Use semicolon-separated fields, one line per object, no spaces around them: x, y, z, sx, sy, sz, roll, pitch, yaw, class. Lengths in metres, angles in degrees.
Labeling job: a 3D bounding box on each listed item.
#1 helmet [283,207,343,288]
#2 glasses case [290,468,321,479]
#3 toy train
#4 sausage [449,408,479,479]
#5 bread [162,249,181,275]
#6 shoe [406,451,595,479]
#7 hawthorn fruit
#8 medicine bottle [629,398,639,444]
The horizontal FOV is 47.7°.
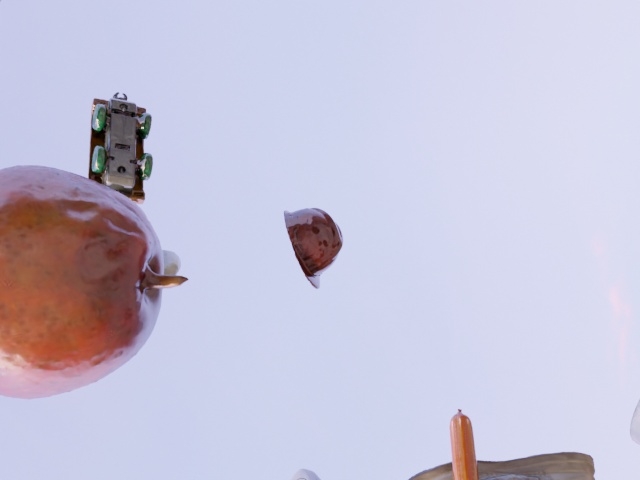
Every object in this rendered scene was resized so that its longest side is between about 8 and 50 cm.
0.000;0.000;0.917;0.089;0.057;0.111;52;-163;-56;helmet
-0.004;0.426;1.124;0.045;0.178;0.067;25;-83;-31;glasses case
-0.335;-0.139;1.186;0.091;0.136;0.227;7;-118;-26;toy train
0.174;0.255;0.886;0.031;0.031;0.107;43;-147;-35;sausage
-0.271;0.064;1.042;0.193;0.112;0.036;-40;-65;-35;bread
0.228;0.336;0.926;0.103;0.275;0.098;87;177;-47;shoe
-0.296;0.049;0.859;0.277;0.299;0.276;-3;-90;-81;hawthorn fruit
0.314;0.160;0.462;0.091;0.217;0.090;-18;-59;-32;medicine bottle
